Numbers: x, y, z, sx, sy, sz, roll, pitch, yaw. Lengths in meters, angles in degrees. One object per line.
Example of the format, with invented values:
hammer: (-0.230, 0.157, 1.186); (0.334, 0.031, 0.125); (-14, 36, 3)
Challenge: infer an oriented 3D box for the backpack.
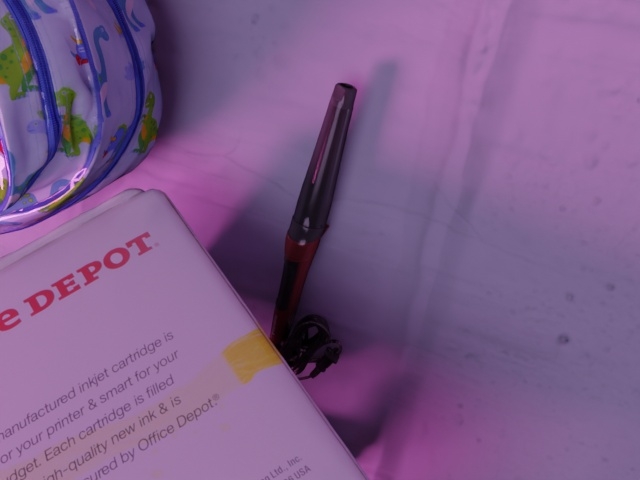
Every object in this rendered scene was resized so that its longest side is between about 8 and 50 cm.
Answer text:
backpack: (-0.303, -0.119, 0.685); (0.355, 0.273, 0.290); (-7, 100, 8)

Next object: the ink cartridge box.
ink cartridge box: (-0.133, 0.190, 0.617); (0.385, 0.279, 0.160); (52, 164, 25)

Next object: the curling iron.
curling iron: (0.000, 0.000, 0.721); (0.068, 0.035, 0.274); (13, 113, 10)
